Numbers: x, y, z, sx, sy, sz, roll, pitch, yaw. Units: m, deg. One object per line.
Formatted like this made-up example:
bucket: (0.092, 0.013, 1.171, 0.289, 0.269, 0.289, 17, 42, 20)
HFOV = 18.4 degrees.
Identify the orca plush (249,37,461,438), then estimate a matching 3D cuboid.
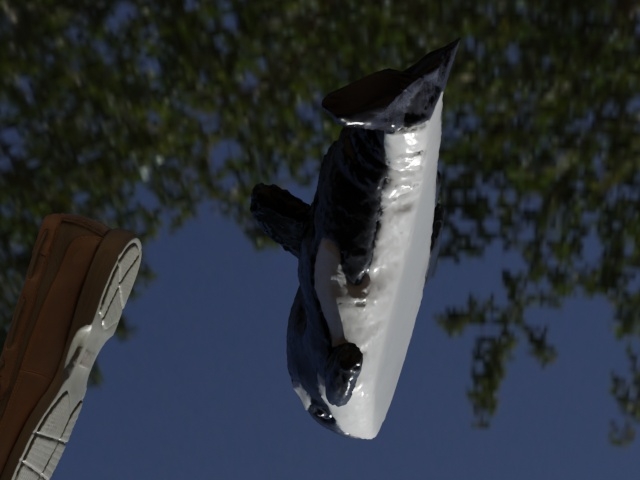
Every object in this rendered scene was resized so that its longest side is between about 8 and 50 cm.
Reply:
orca plush: (0.000, 0.000, 1.082, 0.102, 0.287, 0.151, 19, -117, 12)

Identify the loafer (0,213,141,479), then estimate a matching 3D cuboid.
loafer: (-0.109, 0.049, 0.747, 0.039, 0.045, 0.125, 21, -103, 13)
